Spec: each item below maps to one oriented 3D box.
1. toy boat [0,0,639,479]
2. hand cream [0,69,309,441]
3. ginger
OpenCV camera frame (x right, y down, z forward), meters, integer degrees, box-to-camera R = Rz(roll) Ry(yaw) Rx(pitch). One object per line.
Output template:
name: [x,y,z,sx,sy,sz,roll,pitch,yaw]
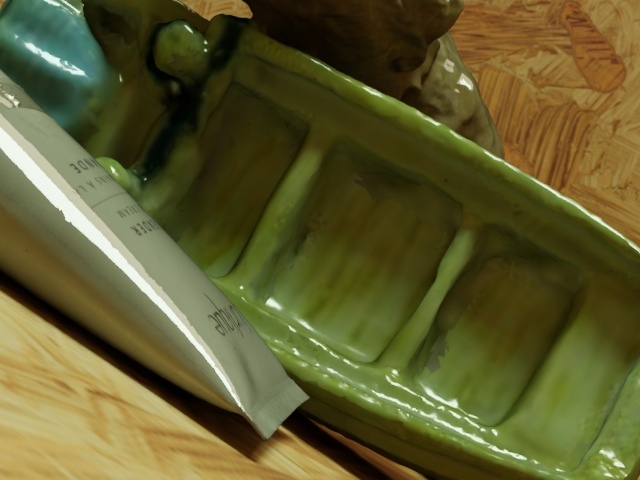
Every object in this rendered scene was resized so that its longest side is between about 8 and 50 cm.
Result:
toy boat: [0.000,0.001,0.619,0.276,0.111,0.084,28,-12,16]
hand cream: [-0.080,-0.005,0.529,0.186,0.054,0.087,39,6,4]
ginger: [0.019,-0.053,0.715,0.122,0.084,0.290,-2,-28,13]
